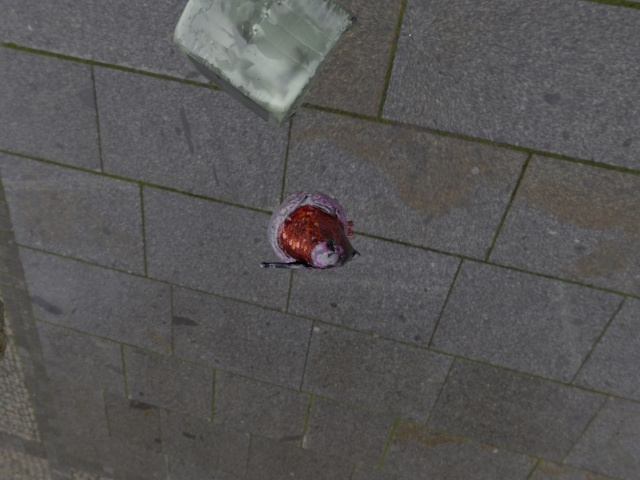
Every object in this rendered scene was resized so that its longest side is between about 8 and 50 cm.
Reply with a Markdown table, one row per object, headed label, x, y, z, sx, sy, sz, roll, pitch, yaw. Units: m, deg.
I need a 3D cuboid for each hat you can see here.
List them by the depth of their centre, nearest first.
| label | x | y | z | sx | sy | sz | roll | pitch | yaw |
| --- | --- | --- | --- | --- | --- | --- | --- | --- | --- |
| hat | 0.002 | 0.003 | 0.556 | 0.140 | 0.227 | 0.128 | 21 | 98 | -15 |

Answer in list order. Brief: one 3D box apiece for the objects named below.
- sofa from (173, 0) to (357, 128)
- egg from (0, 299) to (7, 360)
| label | x | y | z | sx | sy | sz | roll | pitch | yaw |
| --- | --- | --- | --- | --- | --- | --- | --- | --- | --- |
| sofa | -0.090 | -0.303 | 0.626 | 0.210 | 0.225 | 0.175 | 34 | 96 | -10 |
| egg | -0.576 | 0.144 | 0.512 | 0.311 | 0.279 | 0.279 | -27 | 108 | 24 |
